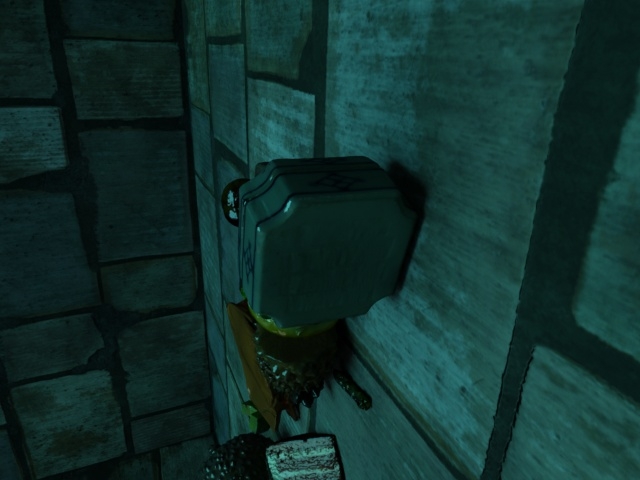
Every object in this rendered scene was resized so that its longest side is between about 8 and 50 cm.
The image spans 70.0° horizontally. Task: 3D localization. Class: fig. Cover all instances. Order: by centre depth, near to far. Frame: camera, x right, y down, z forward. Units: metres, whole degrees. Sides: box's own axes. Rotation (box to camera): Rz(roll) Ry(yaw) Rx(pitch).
[{"bbox_3d":[-0.279,-0.142,1.633,0.274,0.146,0.169,-132,40,-75],"label":"fig"}]

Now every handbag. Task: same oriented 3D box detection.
[{"bbox_3d":[-0.199,0.404,1.579,0.304,0.116,0.409,18,122,62],"label":"handbag"}]

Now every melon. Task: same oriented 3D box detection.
[{"bbox_3d":[-0.266,0.727,1.905,0.210,0.118,0.064,12,95,54],"label":"melon"}]

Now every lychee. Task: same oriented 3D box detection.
[{"bbox_3d":[-0.258,0.897,1.636,0.432,0.380,0.380,40,140,21],"label":"lychee"}]

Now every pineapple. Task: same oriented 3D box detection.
[{"bbox_3d":[-0.061,0.318,1.184,0.357,0.223,0.222,93,157,-48],"label":"pineapple"}]

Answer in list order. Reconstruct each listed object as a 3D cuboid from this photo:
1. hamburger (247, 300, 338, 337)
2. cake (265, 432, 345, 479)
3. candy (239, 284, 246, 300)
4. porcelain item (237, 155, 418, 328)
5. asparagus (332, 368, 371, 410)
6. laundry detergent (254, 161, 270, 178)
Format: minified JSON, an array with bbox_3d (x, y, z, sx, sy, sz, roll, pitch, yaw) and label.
[{"bbox_3d":[-0.049,0.092,1.024,0.246,0.246,0.169,-125,37,-48],"label":"hamburger"},{"bbox_3d":[-0.009,0.649,1.344,0.262,0.160,0.158,-24,72,31],"label":"cake"},{"bbox_3d":[-0.282,0.180,1.814,0.149,0.069,0.246,-30,71,64],"label":"candy"},{"bbox_3d":[0.000,0.000,0.796,0.157,0.286,0.281,-119,29,-46],"label":"porcelain item"},{"bbox_3d":[0.068,0.346,1.081,0.165,0.030,0.036,30,149,60],"label":"asparagus"},{"bbox_3d":[-0.121,-0.129,1.319,0.237,0.076,0.171,38,132,57],"label":"laundry detergent"}]
